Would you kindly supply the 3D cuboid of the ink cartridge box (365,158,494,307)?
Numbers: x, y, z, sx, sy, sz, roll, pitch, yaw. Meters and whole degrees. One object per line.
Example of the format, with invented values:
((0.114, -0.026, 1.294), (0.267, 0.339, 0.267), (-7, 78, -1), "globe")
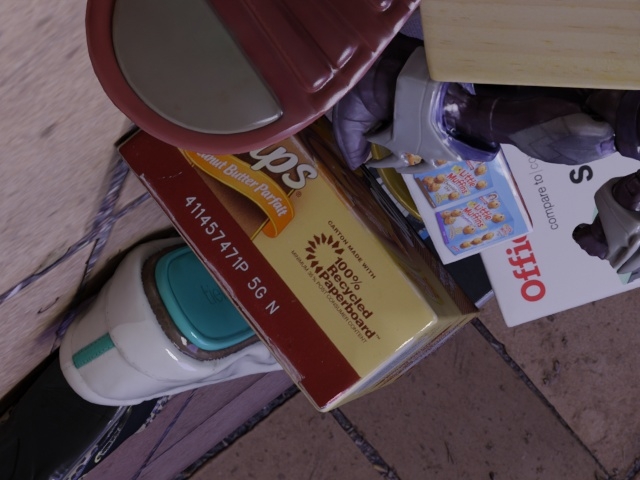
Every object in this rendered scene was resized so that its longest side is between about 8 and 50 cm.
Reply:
((0.128, -0.034, 1.677), (0.332, 0.165, 0.065), (-40, 172, 0), "ink cartridge box")

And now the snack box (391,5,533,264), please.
((0.074, -0.067, 1.162), (0.064, 0.178, 0.022), (-21, -148, 10), "snack box")

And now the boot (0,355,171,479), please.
((-0.213, 0.166, 1.462), (0.236, 0.085, 0.178), (-45, 173, 10), "boot")

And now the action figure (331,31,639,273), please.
((0.156, -0.067, 1.020), (0.185, 0.285, 0.099), (-47, 137, -47), "action figure")

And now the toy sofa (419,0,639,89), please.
((0.196, -0.214, 0.994), (0.150, 0.177, 0.362), (7, -155, 36), "toy sofa")

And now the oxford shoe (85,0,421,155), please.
((0.046, -0.185, 0.639), (0.348, 0.123, 0.130), (-42, -161, 7), "oxford shoe")

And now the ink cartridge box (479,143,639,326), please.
((0.218, -0.084, 1.244), (0.278, 0.201, 0.117), (-18, -147, 8), "ink cartridge box")

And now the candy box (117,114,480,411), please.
((0.000, 0.000, 1.126), (0.087, 0.183, 0.316), (-38, 173, 6), "candy box")

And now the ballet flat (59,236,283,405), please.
((-0.064, 0.052, 1.408), (0.139, 0.139, 0.400), (-43, 165, 23), "ballet flat")

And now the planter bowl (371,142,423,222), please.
((0.137, -0.111, 1.345), (0.217, 0.217, 0.090), (-42, -151, 21), "planter bowl")
